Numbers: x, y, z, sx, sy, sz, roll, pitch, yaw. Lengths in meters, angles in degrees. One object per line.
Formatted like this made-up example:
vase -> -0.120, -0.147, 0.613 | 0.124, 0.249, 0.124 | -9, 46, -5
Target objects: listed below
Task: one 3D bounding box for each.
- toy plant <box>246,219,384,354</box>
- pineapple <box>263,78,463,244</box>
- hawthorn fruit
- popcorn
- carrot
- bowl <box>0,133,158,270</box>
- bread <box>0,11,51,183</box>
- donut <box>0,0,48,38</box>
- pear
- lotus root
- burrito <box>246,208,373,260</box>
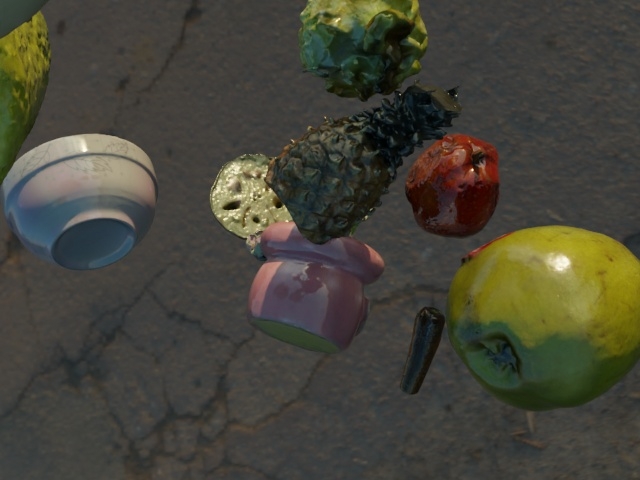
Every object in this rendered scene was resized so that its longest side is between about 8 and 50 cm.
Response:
toy plant -> 0.002, 0.006, 1.694 | 0.317, 0.211, 0.356 | 124, 158, -74
pineapple -> 0.069, -0.118, 1.344 | 0.279, 0.158, 0.158 | -34, 64, 15
hawthorn fruit -> 0.233, -0.093, 1.707 | 0.173, 0.173, 0.179 | 44, 119, 35
popcorn -> 0.063, -0.286, 1.410 | 0.212, 0.198, 0.198 | 39, 115, 59
carrot -> 0.180, 0.197, 1.792 | 0.055, 0.055, 0.161 | 24, 105, 41
bowl -> -0.427, -0.047, 1.842 | 0.287, 0.287, 0.144 | -45, 52, 32
bread -> -0.498, -0.213, 1.202 | 0.348, 0.348, 0.308 | -62, 13, 22
donut -> -0.312, -0.284, 0.712 | 0.142, 0.382, 0.382 | 47, 118, 37
pear -> 0.364, 0.104, 1.525 | 0.287, 0.375, 0.287 | 21, 120, 43
lotus root -> -0.133, -0.073, 2.037 | 0.203, 0.183, 0.078 | -66, 5, -31
burrito -> -0.009, -0.028, 1.952 | 0.096, 0.309, 0.066 | -10, 100, 52
